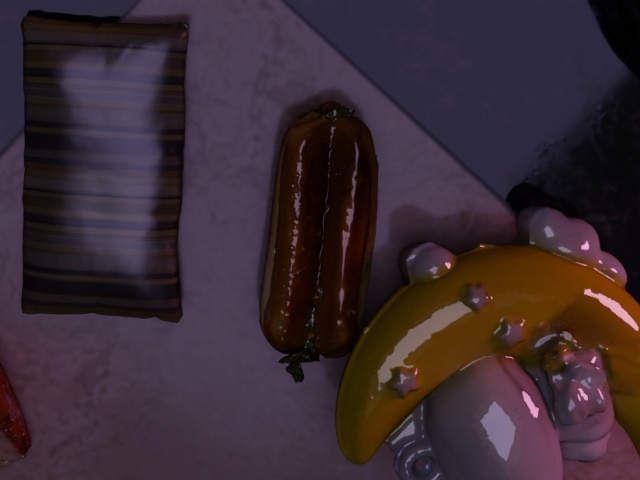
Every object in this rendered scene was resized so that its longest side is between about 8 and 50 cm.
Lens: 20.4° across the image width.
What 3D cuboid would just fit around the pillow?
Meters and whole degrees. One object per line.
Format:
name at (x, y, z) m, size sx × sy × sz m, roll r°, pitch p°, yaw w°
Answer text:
pillow at (-0.144, -0.047, 1.183) m, size 0.113 × 0.038 × 0.203 m, roll 3°, pitch 103°, yaw -1°

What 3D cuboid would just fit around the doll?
doll at (0.123, 0.109, 1.204) m, size 0.237 × 0.111 × 0.252 m, roll -28°, pitch 104°, yaw -13°

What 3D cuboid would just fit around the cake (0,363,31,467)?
cake at (-0.275, 0.055, 1.200) m, size 0.086 × 0.117 × 0.220 m, roll -20°, pitch 137°, yaw 4°

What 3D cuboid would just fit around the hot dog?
hot dog at (0.000, 0.000, 1.194) m, size 0.072 × 0.055 × 0.188 m, roll 7°, pitch 104°, yaw -2°
